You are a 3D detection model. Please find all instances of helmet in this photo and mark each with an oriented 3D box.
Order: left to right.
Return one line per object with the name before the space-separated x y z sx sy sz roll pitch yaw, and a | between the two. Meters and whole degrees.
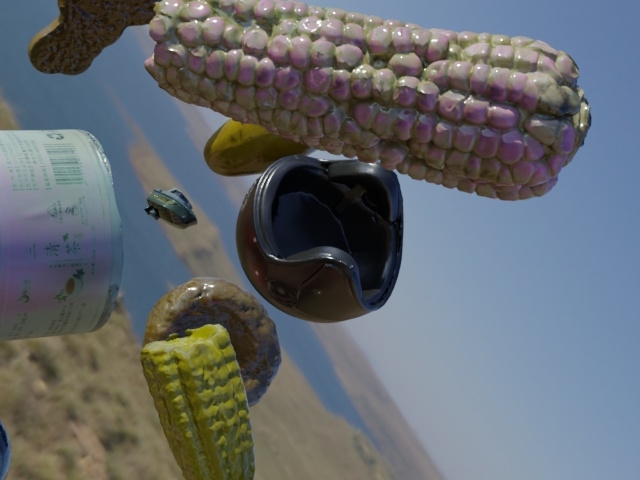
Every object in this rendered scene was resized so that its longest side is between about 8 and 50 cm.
helmet | 0.000 0.000 1.418 0.216 0.189 0.193 37 -37 -14

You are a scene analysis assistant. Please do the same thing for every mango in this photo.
mango | -0.062 -0.139 1.515 0.098 0.195 0.137 58 21 -10

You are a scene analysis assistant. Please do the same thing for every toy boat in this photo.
toy boat | -0.234 -0.049 1.907 0.141 0.060 0.055 22 -30 58

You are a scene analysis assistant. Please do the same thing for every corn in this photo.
corn | 0.035 -0.113 0.895 0.126 0.335 0.126 11 90 -86

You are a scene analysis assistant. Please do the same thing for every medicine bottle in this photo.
medicine bottle | -0.396 -0.003 1.316 0.245 0.290 0.245 14 -74 60

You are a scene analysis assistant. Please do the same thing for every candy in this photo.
candy | -0.113 0.189 1.194 0.106 0.094 0.199 -179 -109 -82

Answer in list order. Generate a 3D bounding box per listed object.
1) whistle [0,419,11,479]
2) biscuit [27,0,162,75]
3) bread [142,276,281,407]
whistle | -0.446 0.280 1.471 0.163 0.163 0.289 57 0 27
biscuit | -0.259 -0.339 1.493 0.183 0.320 0.047 26 18 -29
bread | -0.179 0.173 1.881 0.230 0.230 0.123 58 -13 -13
